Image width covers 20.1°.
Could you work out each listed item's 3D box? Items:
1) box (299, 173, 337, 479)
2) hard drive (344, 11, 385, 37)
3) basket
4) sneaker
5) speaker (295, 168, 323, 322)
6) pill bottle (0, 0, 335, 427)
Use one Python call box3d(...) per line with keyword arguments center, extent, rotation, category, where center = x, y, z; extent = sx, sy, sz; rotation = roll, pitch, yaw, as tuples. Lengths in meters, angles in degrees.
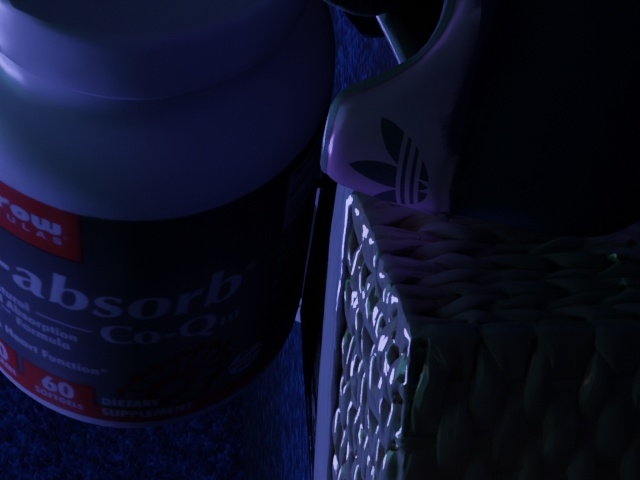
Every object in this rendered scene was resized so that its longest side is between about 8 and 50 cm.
box3d(center=(0.037, 0.074, 0.989), extent=(0.147, 0.077, 0.180), rotation=(99, 169, -55), category="box")
box3d(center=(0.031, -0.230, 0.928), extent=(0.353, 0.047, 0.233), rotation=(-47, -43, -86), category="hard drive")
box3d(center=(0.062, 0.063, 0.611), extent=(0.103, 0.113, 0.167), rotation=(-104, 15, -58), category="basket")
box3d(center=(0.051, -0.134, 0.611), extent=(0.112, 0.131, 0.319), rotation=(96, 172, -45), category="sneaker")
box3d(center=(0.000, 0.000, 1.438), extent=(0.055, 0.055, 0.136), rotation=(-99, 11, -54), category="speaker")
box3d(center=(-0.102, -0.064, 0.982), extent=(0.363, 0.210, 0.210), rotation=(98, 170, -58), category="pill bottle")
